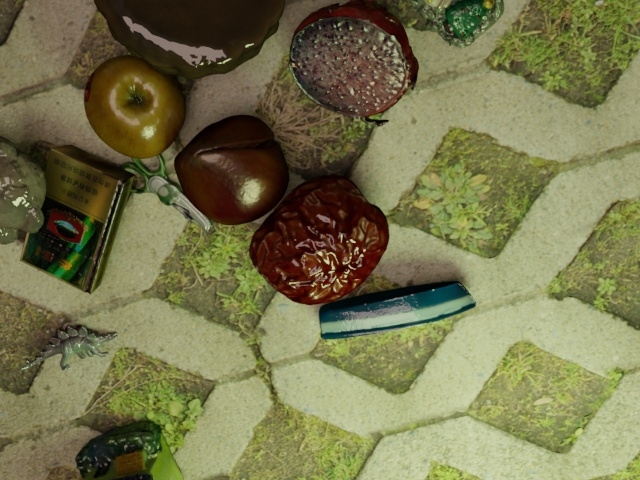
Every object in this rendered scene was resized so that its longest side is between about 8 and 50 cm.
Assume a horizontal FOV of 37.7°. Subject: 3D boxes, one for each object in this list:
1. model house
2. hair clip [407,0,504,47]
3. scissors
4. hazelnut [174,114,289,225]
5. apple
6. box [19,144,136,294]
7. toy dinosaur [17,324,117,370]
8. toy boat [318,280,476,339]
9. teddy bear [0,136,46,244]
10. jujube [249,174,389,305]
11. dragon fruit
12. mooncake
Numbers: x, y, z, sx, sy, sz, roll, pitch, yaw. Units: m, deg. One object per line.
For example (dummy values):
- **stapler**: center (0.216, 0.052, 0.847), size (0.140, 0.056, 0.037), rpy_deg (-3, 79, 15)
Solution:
- **model house**: center (-0.406, 0.494, 1.866), size (0.194, 0.211, 0.170), rpy_deg (-15, 108, 10)
- **hair clip**: center (0.175, -0.469, 1.572), size (0.138, 0.091, 0.321), rpy_deg (-39, 100, 18)
- **scissors**: center (-0.284, -0.091, 1.764), size (0.204, 0.027, 0.101), rpy_deg (40, 109, -6)
- **hazelnut**: center (-0.160, -0.127, 1.643), size (0.208, 0.208, 0.208), rpy_deg (1, 108, 4)
- **apple**: center (-0.325, -0.237, 1.645), size (0.183, 0.155, 0.182), rpy_deg (2, 83, -16)
- **box**: center (-0.456, -0.040, 1.761), size (0.159, 0.071, 0.240), rpy_deg (23, 108, 8)
- **toy dinosaur**: center (-0.507, 0.214, 1.871), size (0.209, 0.039, 0.082), rpy_deg (-21, 102, 0)
- **toy boat**: center (0.142, 0.128, 1.766), size (0.299, 0.096, 0.061), rpy_deg (-11, 97, 6)
- **teddy bear**: center (-0.614, -0.097, 1.702), size (0.267, 0.151, 0.236), rpy_deg (-13, 109, 25)
- **jujube**: center (0.000, 0.000, 1.670), size (0.232, 0.213, 0.213), rpy_deg (-43, 100, 5)
- **dragon fruit**: center (0.063, -0.336, 1.613), size (0.224, 0.148, 0.218), rpy_deg (24, 139, -13)
- **mooncake**: center (-0.209, -0.424, 1.538), size (0.324, 0.187, 0.323), rpy_deg (0, 90, -7)
